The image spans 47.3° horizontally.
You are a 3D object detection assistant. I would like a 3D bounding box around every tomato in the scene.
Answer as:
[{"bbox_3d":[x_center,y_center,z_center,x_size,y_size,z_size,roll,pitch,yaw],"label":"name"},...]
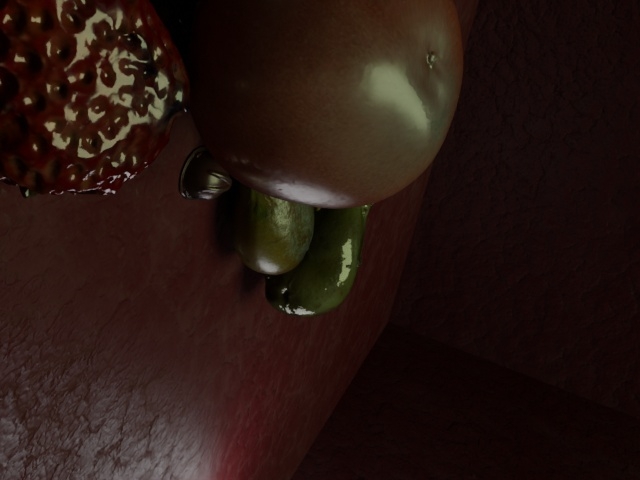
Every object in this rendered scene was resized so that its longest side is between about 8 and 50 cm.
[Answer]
[{"bbox_3d":[0.014,-0.207,0.878,0.341,0.273,0.341,-28,128,-42],"label":"tomato"}]

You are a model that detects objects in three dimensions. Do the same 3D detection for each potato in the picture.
[{"bbox_3d":[-0.003,-0.002,1.571,0.350,0.203,0.218,-60,-161,-7],"label":"potato"}]

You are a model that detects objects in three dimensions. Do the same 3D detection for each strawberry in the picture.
[{"bbox_3d":[-0.215,-0.173,0.723,0.253,0.150,0.280,-32,142,-64],"label":"strawberry"}]

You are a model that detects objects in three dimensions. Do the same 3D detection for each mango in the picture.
[{"bbox_3d":[-0.091,-0.062,1.328,0.316,0.146,0.192,81,27,-52],"label":"mango"}]

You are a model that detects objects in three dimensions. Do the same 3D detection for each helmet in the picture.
[{"bbox_3d":[-0.170,-0.099,1.157,0.111,0.057,0.089,-17,123,-72],"label":"helmet"}]

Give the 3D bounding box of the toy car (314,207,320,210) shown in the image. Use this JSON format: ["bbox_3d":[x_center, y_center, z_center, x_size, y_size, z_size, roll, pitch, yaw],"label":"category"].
[{"bbox_3d":[-0.006,-0.178,1.419,0.142,0.200,0.247,-31,134,-19],"label":"toy car"}]
